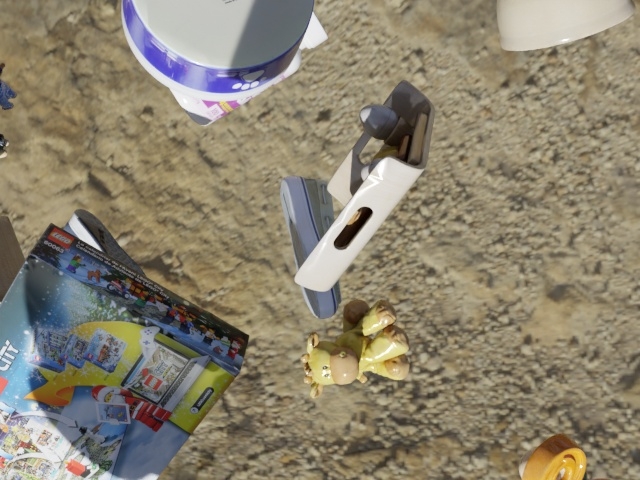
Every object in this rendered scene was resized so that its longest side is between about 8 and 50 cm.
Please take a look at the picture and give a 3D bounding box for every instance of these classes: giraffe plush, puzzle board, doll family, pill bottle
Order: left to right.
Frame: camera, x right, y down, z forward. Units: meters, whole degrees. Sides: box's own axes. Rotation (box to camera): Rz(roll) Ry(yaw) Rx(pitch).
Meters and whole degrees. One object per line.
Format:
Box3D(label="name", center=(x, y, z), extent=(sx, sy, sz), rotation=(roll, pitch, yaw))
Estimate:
Box3D(label="doll family", center=(-0.550, -0.198, 1.536), extent=(0.076, 0.111, 0.193), rotation=(-2, 76, 6))
Box3D(label="puzzle board", center=(-0.419, 0.024, 1.209), extent=(0.096, 0.011, 0.128), rotation=(3, 58, -64))
Box3D(label="pill bottle", center=(-0.143, -0.361, 1.790), extent=(0.302, 0.169, 0.169), rotation=(-30, 93, 8))
Box3D(label="giraffe plush", center=(0.048, 0.222, 1.835), extent=(0.170, 0.210, 0.181), rotation=(-19, 85, -44))

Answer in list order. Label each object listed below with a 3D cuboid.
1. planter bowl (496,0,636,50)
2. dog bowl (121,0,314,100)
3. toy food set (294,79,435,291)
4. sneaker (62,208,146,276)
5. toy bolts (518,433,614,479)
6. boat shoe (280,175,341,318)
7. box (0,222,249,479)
Box3D(label="planter bowl", center=(0.280, -0.305, 1.114), extent=(0.162, 0.162, 0.109), rotation=(-29, 111, -24))
Box3D(label="dog bowl", center=(-0.145, -0.339, 1.331), extent=(0.265, 0.104, 0.264), rotation=(4, 74, -14))
Box3D(label="toy food set", center=(0.053, -0.085, 1.291), extent=(0.092, 0.219, 0.306), rotation=(33, 28, -6))
Box3D(label="sneaker", center=(-0.388, 0.080, 1.575), extent=(0.163, 0.086, 0.226), rotation=(-48, 63, 12))
Box3D(label="toy bolts", center=(0.304, 0.341, 1.338), extent=(0.229, 0.158, 0.218), rotation=(0, 109, -36))
Box3D(label="boat shoe", center=(0.000, 0.000, 1.683), extent=(0.094, 0.109, 0.302), rotation=(-7, 57, -12))
Box3D(label="box", center=(-0.179, 0.118, 0.681), extent=(0.159, 0.233, 0.044), rotation=(32, 28, -12))
